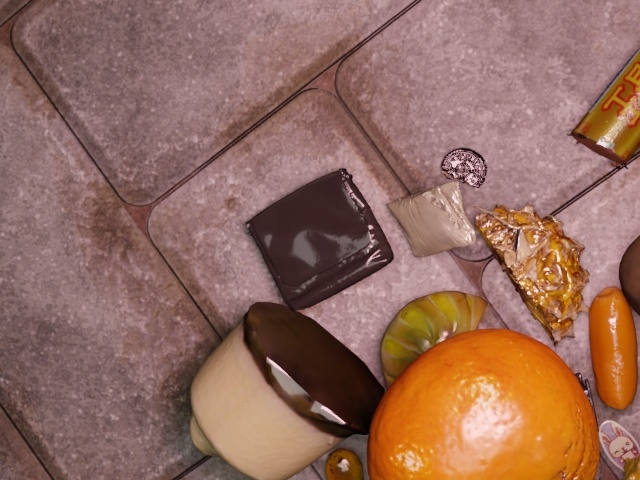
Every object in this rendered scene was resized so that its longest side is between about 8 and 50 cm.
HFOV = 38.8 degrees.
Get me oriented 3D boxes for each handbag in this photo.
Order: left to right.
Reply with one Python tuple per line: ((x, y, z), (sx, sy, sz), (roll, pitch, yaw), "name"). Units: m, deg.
((0.000, 0.000, 1.832), (0.246, 0.080, 0.223), (-29, 82, 12), "handbag")

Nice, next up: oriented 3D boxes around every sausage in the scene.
((0.564, 0.207, 1.746), (0.098, 0.098, 0.238), (-4, 96, 9), "sausage")
((0.614, -0.285, 1.693), (0.125, 0.117, 0.317), (37, 99, -5), "sausage")

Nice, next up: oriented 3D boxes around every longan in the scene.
((0.653, 0.070, 1.681), (0.212, 0.198, 0.198), (29, 98, -7), "longan")

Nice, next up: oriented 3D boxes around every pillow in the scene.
((0.213, -0.038, 1.756), (0.077, 0.181, 0.134), (-31, 99, -32), "pillow")

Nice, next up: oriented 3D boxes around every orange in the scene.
((0.287, 0.364, 1.577), (0.424, 0.424, 0.326), (-53, 46, 9), "orange")

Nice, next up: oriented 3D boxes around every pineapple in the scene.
((0.428, 0.041, 1.724), (0.161, 0.158, 0.335), (-31, 88, 9), "pineapple")

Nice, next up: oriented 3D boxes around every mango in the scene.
((0.052, 0.484, 1.869), (0.078, 0.057, 0.114), (-19, 99, 6), "mango")

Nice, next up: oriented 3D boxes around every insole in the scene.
((0.620, 0.442, 1.803), (0.065, 0.004, 0.197), (-37, 88, 9), "insole")

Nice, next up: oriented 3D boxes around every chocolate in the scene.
((-0.085, 0.319, 1.761), (0.326, 0.314, 0.297), (36, 107, 1), "chocolate")

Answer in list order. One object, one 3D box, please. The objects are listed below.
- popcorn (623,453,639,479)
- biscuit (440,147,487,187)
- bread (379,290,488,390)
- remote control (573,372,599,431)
((0.632, 0.466, 1.731), (0.173, 0.168, 0.195), (17, 134, -4), "popcorn")
((0.286, -0.141, 1.799), (0.087, 0.027, 0.089), (-23, 91, 9), "biscuit")
((0.202, 0.200, 1.775), (0.156, 0.158, 0.261), (28, 95, 9), "bread")
((0.340, 0.353, 1.810), (0.398, 0.062, 0.145), (-13, 92, 11), "remote control")
